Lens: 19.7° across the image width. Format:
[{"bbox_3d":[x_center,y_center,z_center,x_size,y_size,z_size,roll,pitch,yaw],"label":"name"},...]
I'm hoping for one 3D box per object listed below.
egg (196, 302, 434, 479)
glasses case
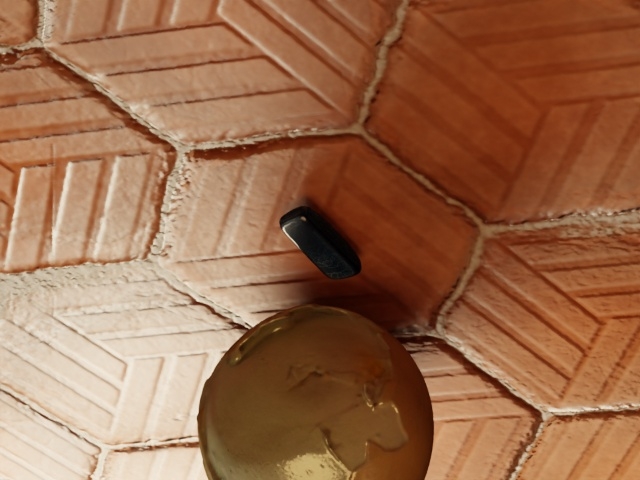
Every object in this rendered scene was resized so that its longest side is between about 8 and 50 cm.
[{"bbox_3d":[-0.002,0.171,1.580,0.201,0.201,0.244,3,150,6],"label":"egg"},{"bbox_3d":[0.000,0.000,1.517,0.033,0.023,0.083,-15,132,36],"label":"glasses case"}]
